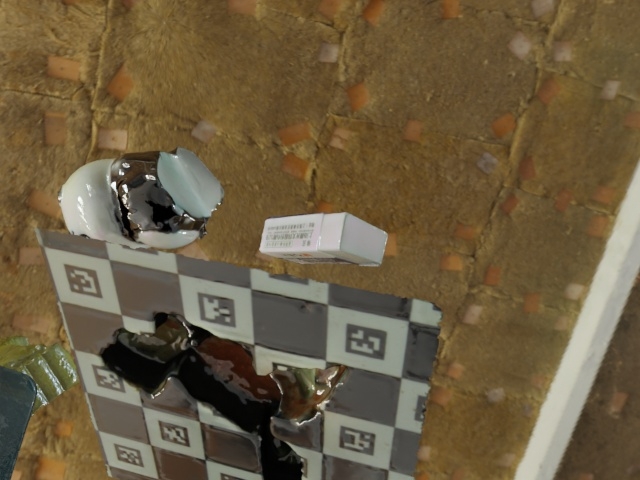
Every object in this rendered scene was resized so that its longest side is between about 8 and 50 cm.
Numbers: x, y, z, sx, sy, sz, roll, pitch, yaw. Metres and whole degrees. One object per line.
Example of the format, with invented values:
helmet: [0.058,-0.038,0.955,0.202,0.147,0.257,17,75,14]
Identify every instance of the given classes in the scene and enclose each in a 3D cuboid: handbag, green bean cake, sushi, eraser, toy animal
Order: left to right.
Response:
handbag: [-0.577,0.307,1.016,0.179,0.229,0.062,31,-52,-30]
green bean cake: [-0.658,0.289,1.309,0.233,0.236,0.124,-39,-61,-44]
toy animal: [-0.236,-0.044,0.813,0.179,0.166,0.138,-15,-103,14]
sushi: [-0.070,0.145,0.608,0.343,0.064,0.359,10,-54,12]
eraser: [0.000,0.000,1.329,0.130,0.287,0.086,22,-104,-36]
